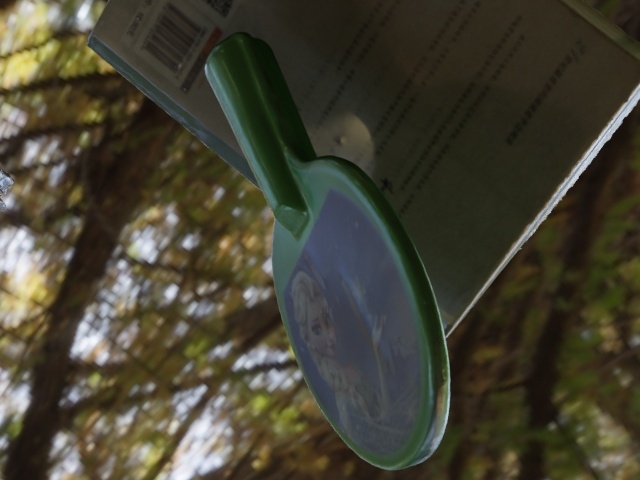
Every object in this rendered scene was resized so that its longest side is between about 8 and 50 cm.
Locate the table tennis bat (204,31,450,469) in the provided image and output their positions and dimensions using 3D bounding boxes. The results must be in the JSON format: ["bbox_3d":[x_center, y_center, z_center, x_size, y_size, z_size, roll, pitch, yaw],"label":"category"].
[{"bbox_3d":[0.000,0.000,0.942,0.039,0.160,0.257,-14,-115,-25],"label":"table tennis bat"}]

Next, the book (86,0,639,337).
[{"bbox_3d":[0.018,-0.104,1.011,0.283,0.215,0.025,41,-151,7],"label":"book"}]

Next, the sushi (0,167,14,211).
[{"bbox_3d":[-0.275,-0.031,0.843,0.273,0.134,0.109,17,-84,-15],"label":"sushi"}]
